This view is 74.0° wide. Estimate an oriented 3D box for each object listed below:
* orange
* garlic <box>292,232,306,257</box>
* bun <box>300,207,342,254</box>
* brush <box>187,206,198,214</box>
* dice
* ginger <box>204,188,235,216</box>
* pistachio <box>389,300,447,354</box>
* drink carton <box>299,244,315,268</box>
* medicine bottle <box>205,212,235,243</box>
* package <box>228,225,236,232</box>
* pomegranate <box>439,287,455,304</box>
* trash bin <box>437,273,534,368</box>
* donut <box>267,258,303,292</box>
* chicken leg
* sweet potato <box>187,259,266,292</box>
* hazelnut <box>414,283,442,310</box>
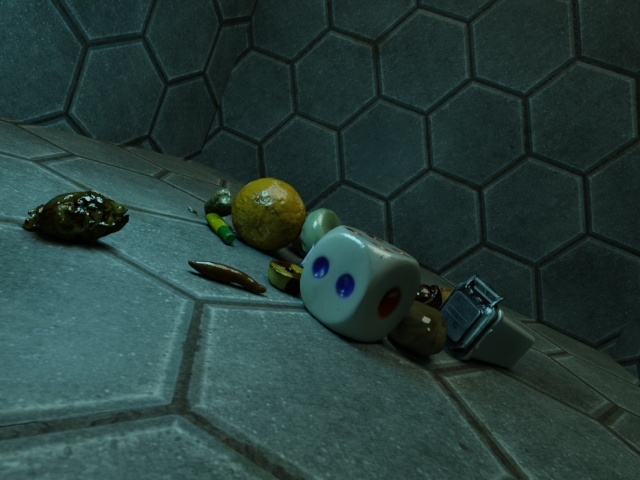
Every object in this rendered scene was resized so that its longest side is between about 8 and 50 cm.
[{"bbox_3d":[-0.228,-0.124,1.932,0.340,0.341,0.293,25,41,6],"label":"orange"},{"bbox_3d":[-0.040,0.021,2.233,0.325,0.132,0.279,24,8,-10],"label":"garlic"},{"bbox_3d":[0.000,0.000,1.894,0.179,0.283,0.283,-20,-12,26],"label":"bun"},{"bbox_3d":[-0.621,-0.142,2.069,0.083,0.019,0.021,31,21,38],"label":"brush"},{"bbox_3d":[0.131,0.141,1.447,0.277,0.304,0.304,15,13,-43],"label":"dice"},{"bbox_3d":[-0.474,-0.166,2.012,0.116,0.109,0.263,15,-17,-29],"label":"ginger"},{"bbox_3d":[0.341,0.314,1.505,0.288,0.197,0.166,-170,-124,-83],"label":"pistachio"},{"bbox_3d":[0.064,0.138,1.733,0.130,0.107,0.315,34,-1,40],"label":"drink carton"},{"bbox_3d":[-0.437,-0.053,1.877,0.095,0.064,0.260,35,1,-36],"label":"medicine bottle"},{"bbox_3d":[-0.437,-0.062,2.033,0.110,0.015,0.037,33,-5,-16],"label":"package"},{"bbox_3d":[0.581,0.314,1.932,0.207,0.207,0.207,23,9,-4],"label":"pomegranate"},{"bbox_3d":[0.681,0.346,1.727,0.367,0.296,0.256,28,14,-28],"label":"trash bin"},{"bbox_3d":[-0.122,0.134,1.574,0.166,0.073,0.184,23,8,-14],"label":"donut"},{"bbox_3d":[-0.664,-0.083,1.265,0.211,0.140,0.361,16,12,5],"label":"chicken leg"},{"bbox_3d":[-0.292,0.109,1.353,0.264,0.057,0.057,19,10,-16],"label":"sweet potato"},{"bbox_3d":[0.420,0.269,1.833,0.201,0.161,0.170,-6,-7,-8],"label":"hazelnut"}]
